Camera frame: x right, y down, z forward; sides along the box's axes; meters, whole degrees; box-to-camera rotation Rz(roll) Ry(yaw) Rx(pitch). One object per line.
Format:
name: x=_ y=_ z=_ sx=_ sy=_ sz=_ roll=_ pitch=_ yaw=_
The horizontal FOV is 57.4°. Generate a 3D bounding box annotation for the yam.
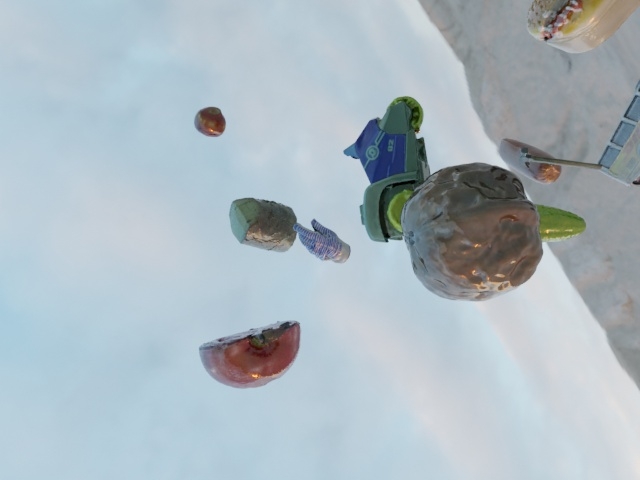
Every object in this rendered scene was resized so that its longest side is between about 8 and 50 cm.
yam: x=-0.234 y=-0.072 z=2.357 sx=0.271 sy=0.201 sz=0.202 roll=4 pitch=-149 yaw=-45

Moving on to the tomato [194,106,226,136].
tomato: x=-0.295 y=-0.319 z=1.562 sx=0.087 sy=0.075 sz=0.087 roll=18 pitch=-148 yaw=-12

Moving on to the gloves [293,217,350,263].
gloves: x=0.003 y=0.003 z=2.046 sx=0.229 sy=0.119 sz=0.097 roll=30 pitch=-169 yaw=-12

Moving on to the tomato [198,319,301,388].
tomato: x=-0.209 y=0.370 z=1.876 sx=0.334 sy=0.289 sz=0.176 roll=-16 pitch=-91 yaw=-19

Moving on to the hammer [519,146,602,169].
hammer: x=0.560 y=-0.182 z=1.371 sx=0.062 sy=0.182 sz=0.017 roll=70 pitch=-145 yaw=-61

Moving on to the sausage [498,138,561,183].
sausage: x=0.589 y=-0.232 z=1.679 sx=0.089 sy=0.083 sz=0.300 roll=24 pitch=-165 yaw=-15

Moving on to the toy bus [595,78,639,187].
toy bus: x=0.778 y=-0.291 z=1.343 sx=0.097 sy=0.343 sz=0.138 roll=-2 pitch=-149 yaw=-44

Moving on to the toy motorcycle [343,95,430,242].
toy motorcycle: x=0.160 y=-0.158 z=1.355 sx=0.191 sy=0.199 sz=0.327 roll=-4 pitch=-96 yaw=-70

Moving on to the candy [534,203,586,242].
candy: x=0.493 y=-0.036 z=1.312 sx=0.209 sy=0.097 sz=0.097 roll=2 pitch=-134 yaw=-4

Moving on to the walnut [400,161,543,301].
walnut: x=0.287 y=-0.019 z=1.103 sx=0.273 sy=0.227 sz=0.273 roll=3 pitch=-136 yaw=-3

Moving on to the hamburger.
hamburger: x=0.560 y=-0.535 z=1.204 sx=0.151 sy=0.295 sz=0.227 roll=25 pitch=-153 yaw=-21
